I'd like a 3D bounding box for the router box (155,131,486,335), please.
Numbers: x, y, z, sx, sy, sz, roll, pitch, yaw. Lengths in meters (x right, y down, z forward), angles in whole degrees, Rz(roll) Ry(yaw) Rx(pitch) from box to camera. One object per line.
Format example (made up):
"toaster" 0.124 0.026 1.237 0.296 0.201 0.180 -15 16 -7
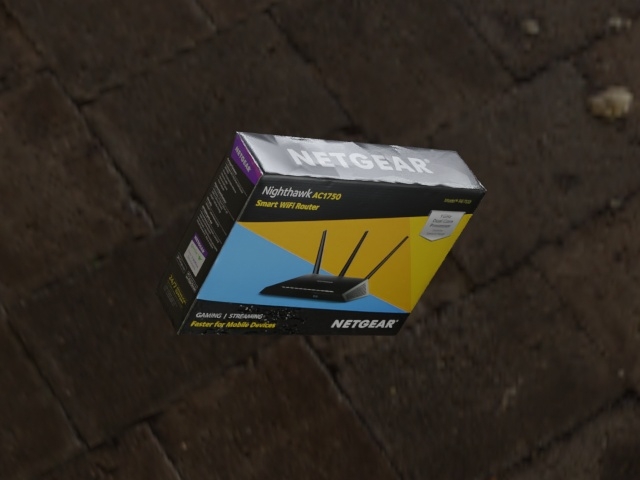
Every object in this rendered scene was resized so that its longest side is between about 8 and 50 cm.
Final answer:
"router box" 0.000 0.000 1.145 0.179 0.133 0.046 2 41 -37
